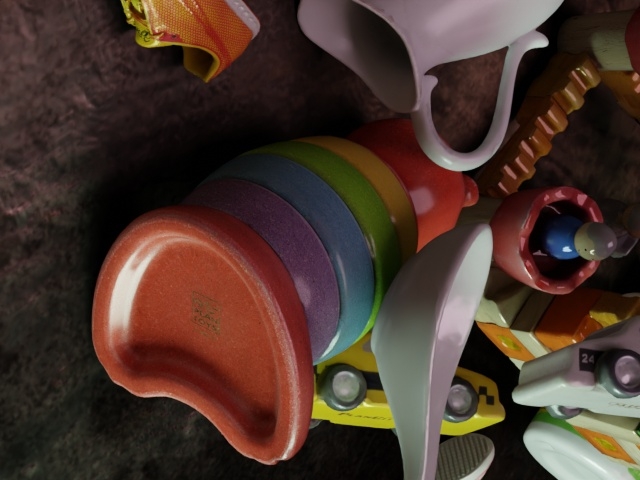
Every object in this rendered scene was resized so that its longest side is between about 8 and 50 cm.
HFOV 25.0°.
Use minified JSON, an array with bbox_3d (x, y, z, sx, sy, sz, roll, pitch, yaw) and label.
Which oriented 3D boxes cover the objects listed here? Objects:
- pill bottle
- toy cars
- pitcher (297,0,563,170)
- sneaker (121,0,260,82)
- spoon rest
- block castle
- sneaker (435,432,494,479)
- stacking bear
[{"bbox_3d":[0.327,0.141,1.477,0.246,0.136,0.136,-53,140,-16],"label":"pill bottle"},{"bbox_3d":[0.144,0.095,1.105,0.176,0.393,0.087,40,49,-63],"label":"toy cars"},{"bbox_3d":[0.112,-0.166,1.061,0.207,0.125,0.178,-40,98,-25],"label":"pitcher"},{"bbox_3d":[-0.100,-0.157,0.899,0.067,0.064,0.175,-50,137,-5],"label":"sneaker"},{"bbox_3d":[0.056,0.113,0.954,0.276,0.084,0.137,-61,163,-12],"label":"spoon rest"},{"bbox_3d":[0.338,0.032,1.266,0.453,0.213,0.303,45,74,-27],"label":"block castle"},{"bbox_3d":[0.113,0.242,1.355,0.134,0.051,0.070,-40,136,-24],"label":"sneaker"},{"bbox_3d":[0.000,0.000,1.028,0.289,0.175,0.164,-34,139,-46],"label":"stacking bear"}]
